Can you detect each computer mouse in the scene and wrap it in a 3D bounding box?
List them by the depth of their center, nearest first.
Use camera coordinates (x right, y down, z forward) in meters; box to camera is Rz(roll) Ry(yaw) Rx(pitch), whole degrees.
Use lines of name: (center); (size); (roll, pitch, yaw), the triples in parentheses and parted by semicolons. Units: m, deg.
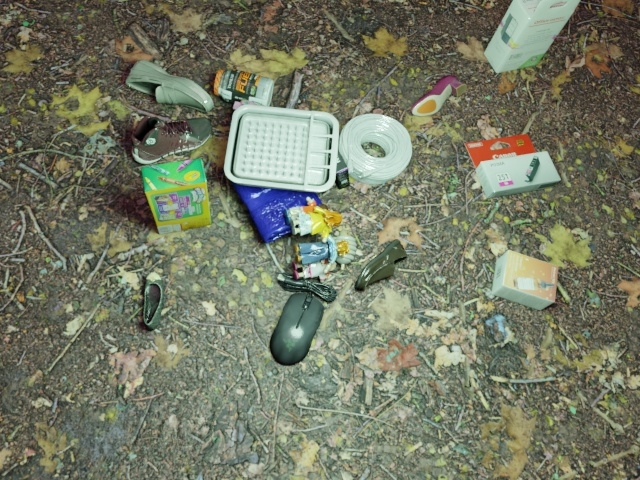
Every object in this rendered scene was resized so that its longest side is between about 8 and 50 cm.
computer mouse: (-0.067, 0.225, 1.529); (0.188, 0.072, 0.272); (18, 64, -1)

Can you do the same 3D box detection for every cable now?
cable: (0.187, -0.316, 1.809); (0.257, 0.089, 0.257); (-7, 66, -12)

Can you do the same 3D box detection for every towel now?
towel: (-0.139, -0.164, 1.640); (0.227, 0.076, 0.308); (-24, 72, -22)

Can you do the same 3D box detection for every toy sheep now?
toy sheep: (0.071, 0.030, 1.635); (0.091, 0.091, 0.132); (5, 79, -6)

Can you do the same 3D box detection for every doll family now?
doll family: (0.000, 0.000, 1.538); (0.163, 0.118, 0.263); (-10, 95, -20)

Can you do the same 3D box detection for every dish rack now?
dish rack: (-0.116, -0.274, 1.617); (0.332, 0.072, 0.286); (6, 68, -3)

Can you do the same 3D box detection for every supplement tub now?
supplement tub: (-0.266, -0.527, 1.823); (0.190, 0.117, 0.117); (13, 64, -2)

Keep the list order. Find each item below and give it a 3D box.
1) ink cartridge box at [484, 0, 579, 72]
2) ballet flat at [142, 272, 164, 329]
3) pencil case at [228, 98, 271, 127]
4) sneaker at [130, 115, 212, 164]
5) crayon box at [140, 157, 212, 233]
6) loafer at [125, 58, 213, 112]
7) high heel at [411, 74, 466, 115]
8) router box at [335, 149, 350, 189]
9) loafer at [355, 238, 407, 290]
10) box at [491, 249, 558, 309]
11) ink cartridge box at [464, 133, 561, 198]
ink cartridge box: (0.797, -0.814, 1.981); (0.207, 0.353, 0.119); (-15, 69, -15)
ballet flat: (-0.480, 0.171, 1.505); (0.057, 0.049, 0.173); (-3, 66, -10)
pencil case: (-0.157, -0.389, 1.774); (0.284, 0.124, 0.124); (17, 64, -1)
sneaker: (-0.478, -0.353, 1.685); (0.281, 0.162, 0.106); (-31, 73, -20)
crayon box: (-0.411, -0.122, 1.524); (0.165, 0.278, 0.081); (-11, 68, -13)
loafer: (-0.515, -0.507, 1.788); (0.319, 0.112, 0.111); (25, 69, 12)
high heel: (0.421, -0.550, 1.972); (0.244, 0.082, 0.117); (-33, 45, -8)
router box: (0.040, -0.274, 1.739); (0.046, 0.133, 0.179); (-25, 71, -3)
loafer: (0.196, 0.084, 1.628); (0.078, 0.080, 0.220); (43, 66, 12)
box: (0.650, 0.127, 1.669); (0.170, 0.091, 0.130); (18, 64, 0)
ink cartridge box: (0.688, -0.284, 1.885); (0.275, 0.060, 0.239); (-11, 69, -13)
